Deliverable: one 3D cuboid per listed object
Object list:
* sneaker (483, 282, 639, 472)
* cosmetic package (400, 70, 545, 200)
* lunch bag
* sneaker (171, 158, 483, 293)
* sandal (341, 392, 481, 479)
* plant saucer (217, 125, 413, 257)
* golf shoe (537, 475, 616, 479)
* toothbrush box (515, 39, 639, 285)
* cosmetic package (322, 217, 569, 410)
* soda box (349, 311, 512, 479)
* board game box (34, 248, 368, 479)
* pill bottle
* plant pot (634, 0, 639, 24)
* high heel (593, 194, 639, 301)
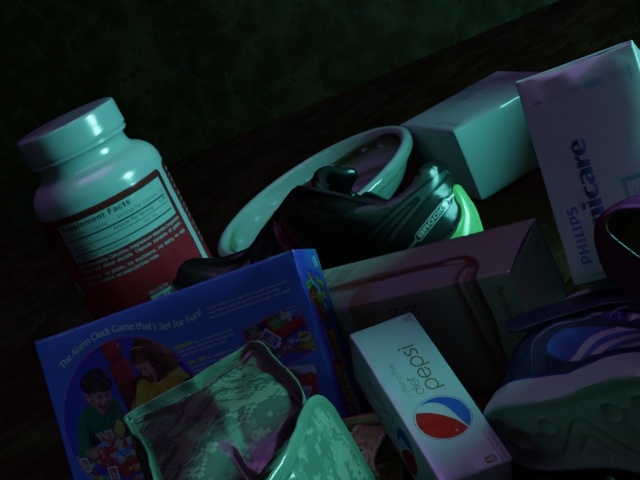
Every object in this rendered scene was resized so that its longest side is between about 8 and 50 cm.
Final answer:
[{"bbox_3d":[0.318,0.101,0.987,0.323,0.130,0.236,-15,23,47],"label":"sneaker"},{"bbox_3d":[0.297,-0.190,1.878,0.225,0.138,0.224,-31,17,-13],"label":"cosmetic package"},{"bbox_3d":[-0.029,0.241,0.881,0.169,0.235,0.287,-29,17,-11],"label":"lunch bag"},{"bbox_3d":[0.000,0.000,1.567,0.483,0.202,0.185,-15,-1,21],"label":"sneaker"},{"bbox_3d":[0.059,0.219,1.079,0.240,0.088,0.079,-23,10,-9],"label":"sandal"},{"bbox_3d":[0.007,-0.055,1.905,0.400,0.100,0.400,-30,18,11],"label":"plant saucer"},{"bbox_3d":[0.178,0.229,0.886,0.186,0.086,0.067,-15,21,34],"label":"golf shoe"},{"bbox_3d":[0.331,-0.069,1.148,0.126,0.216,0.295,-18,-10,25],"label":"toothbrush box"},{"bbox_3d":[0.128,0.095,1.247,0.296,0.153,0.129,-17,20,32],"label":"cosmetic package"},{"bbox_3d":[0.103,0.169,1.039,0.074,0.069,0.216,-18,40,-13],"label":"soda box"},{"bbox_3d":[-0.136,0.173,1.226,0.347,0.233,0.078,-19,-7,18],"label":"board game box"},{"bbox_3d":[-0.333,-0.021,1.798,0.229,0.407,0.229,-23,17,7],"label":"pill bottle"},{"bbox_3d":[0.668,-0.326,1.470,0.366,0.366,0.353,-23,28,8],"label":"plant pot"},{"bbox_3d":[0.402,0.045,0.829,0.377,0.127,0.181,9,-6,30],"label":"high heel"}]
